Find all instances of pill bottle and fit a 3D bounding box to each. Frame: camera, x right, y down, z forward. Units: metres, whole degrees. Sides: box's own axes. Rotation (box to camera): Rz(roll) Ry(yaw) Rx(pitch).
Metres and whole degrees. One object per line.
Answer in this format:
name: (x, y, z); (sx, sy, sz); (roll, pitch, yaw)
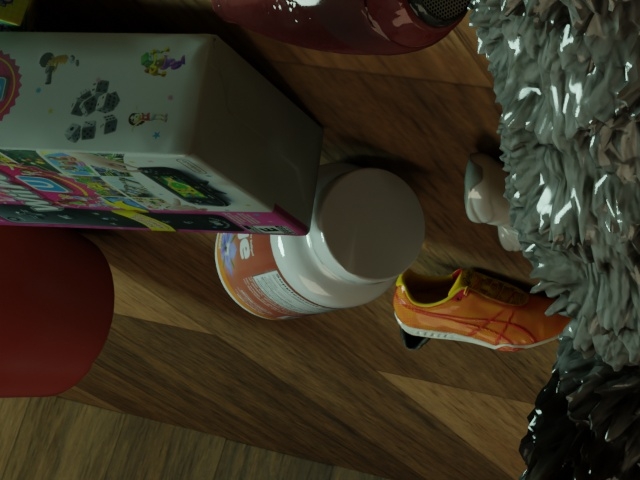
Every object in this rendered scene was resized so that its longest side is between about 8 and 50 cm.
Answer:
pill bottle: (0.000, 0.000, 1.391); (0.121, 0.121, 0.216); (23, 164, -19)

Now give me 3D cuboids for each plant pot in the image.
plant pot: (-0.382, 0.061, 1.846); (0.275, 0.275, 0.243); (4, 169, 43)

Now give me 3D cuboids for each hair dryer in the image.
hair dryer: (-0.015, -0.183, 0.877); (0.223, 0.080, 0.293); (33, 161, 5)

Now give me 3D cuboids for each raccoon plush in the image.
raccoon plush: (0.099, -0.024, 0.627); (0.299, 0.446, 0.216); (12, -175, -36)

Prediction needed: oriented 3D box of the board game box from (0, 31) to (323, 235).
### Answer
board game box: (-0.180, -0.078, 1.247); (0.303, 0.097, 0.224); (4, 166, 22)

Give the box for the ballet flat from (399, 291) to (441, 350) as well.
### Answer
ballet flat: (0.114, 0.077, 1.685); (0.057, 0.049, 0.173); (16, 166, 2)

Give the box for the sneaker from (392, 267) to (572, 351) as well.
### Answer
sneaker: (0.154, 0.062, 1.558); (0.175, 0.064, 0.067); (3, 127, 7)

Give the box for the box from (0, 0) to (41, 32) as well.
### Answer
box: (-0.262, -0.170, 1.227); (0.105, 0.043, 0.179); (18, 164, -4)

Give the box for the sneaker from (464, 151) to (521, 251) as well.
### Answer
sneaker: (0.151, -0.031, 1.250); (0.061, 0.054, 0.152); (0, 165, 27)
